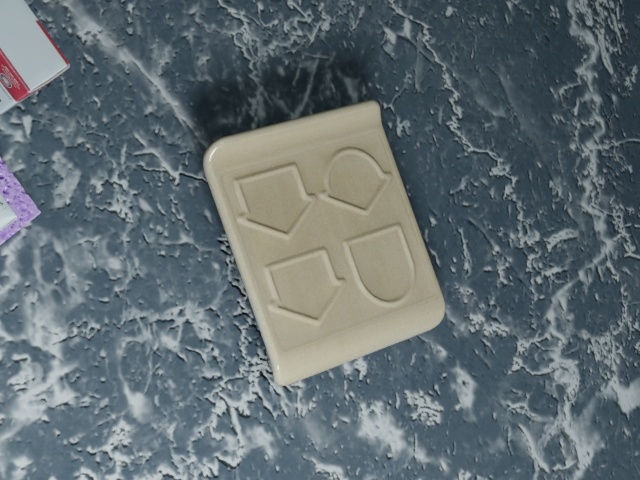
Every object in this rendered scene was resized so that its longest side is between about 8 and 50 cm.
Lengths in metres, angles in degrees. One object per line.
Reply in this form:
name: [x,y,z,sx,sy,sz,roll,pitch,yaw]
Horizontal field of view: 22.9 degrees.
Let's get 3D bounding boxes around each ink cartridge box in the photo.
ink cartridge box: [-0.402,-0.224,1.938,0.072,0.175,0.127,-42,102,-33]

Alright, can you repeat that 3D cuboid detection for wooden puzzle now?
wooden puzzle: [0.000,0.000,2.230,0.322,0.080,0.347,-18,92,-37]

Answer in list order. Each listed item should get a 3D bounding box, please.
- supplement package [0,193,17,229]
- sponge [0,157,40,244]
supplement package: [-0.494,-0.048,1.807,0.149,0.194,0.203,-41,102,-37]
sponge: [-0.448,-0.085,1.949,0.210,0.031,0.117,55,47,-9]
